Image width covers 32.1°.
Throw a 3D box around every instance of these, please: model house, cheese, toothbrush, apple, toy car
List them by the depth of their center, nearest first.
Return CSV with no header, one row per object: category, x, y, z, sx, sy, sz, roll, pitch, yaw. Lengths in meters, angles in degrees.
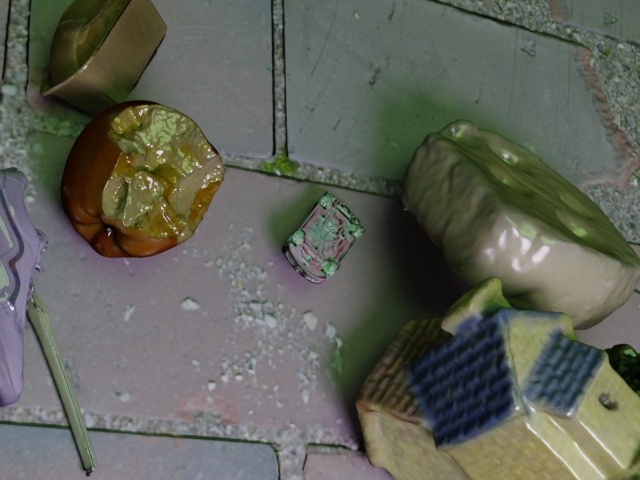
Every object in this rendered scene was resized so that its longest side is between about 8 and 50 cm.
toothbrush,-0.280,0.102,1.148,0.028,0.026,0.294,-4,70,-46
apple,-0.200,-0.061,1.196,0.158,0.147,0.156,-46,128,-25
model house,0.215,0.172,1.229,0.266,0.321,0.261,45,49,-3
toy car,0.000,0.000,1.331,0.069,0.055,0.142,44,41,-6
cheese,0.237,-0.021,1.347,0.318,0.115,0.326,40,20,15

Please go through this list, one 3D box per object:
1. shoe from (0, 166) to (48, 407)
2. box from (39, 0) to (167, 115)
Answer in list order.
shoe,-0.326,0.039,1.101,0.138,0.095,0.245,-20,92,-40
box,-0.250,-0.224,1.263,0.111,0.111,0.177,33,57,-13
